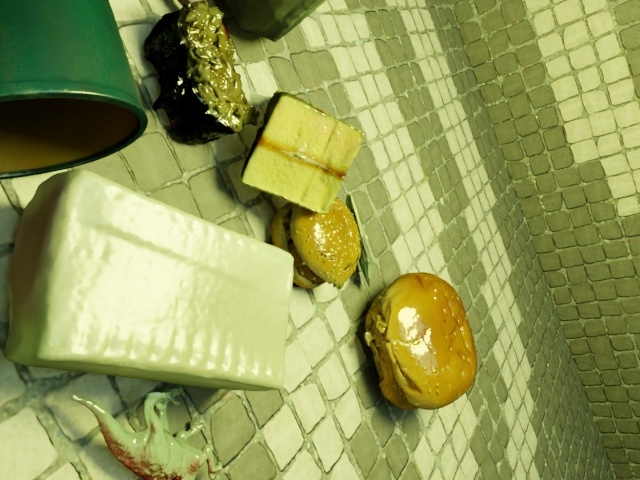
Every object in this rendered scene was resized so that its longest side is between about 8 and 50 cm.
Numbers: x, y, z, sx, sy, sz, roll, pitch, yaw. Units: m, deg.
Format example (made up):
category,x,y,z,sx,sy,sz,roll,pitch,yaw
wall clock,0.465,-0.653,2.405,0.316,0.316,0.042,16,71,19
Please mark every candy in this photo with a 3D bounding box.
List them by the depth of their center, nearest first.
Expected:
category,x,y,z,sx,sy,sz,roll,pitch,yaw
candy,-0.199,0.076,0.658,0.359,0.145,0.208,24,62,-44

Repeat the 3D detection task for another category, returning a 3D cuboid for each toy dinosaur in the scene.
category,x,y,z,sx,sy,sz,roll,pitch,yaw
toy dinosaur,-0.217,0.264,0.641,0.242,0.053,0.167,38,57,-48

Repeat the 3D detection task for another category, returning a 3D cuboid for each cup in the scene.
category,x,y,z,sx,sy,sz,roll,pitch,yaw
cup,-0.319,-0.240,0.540,0.308,0.242,0.292,-17,89,-49

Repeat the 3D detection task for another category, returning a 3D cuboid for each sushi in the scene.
category,x,y,z,sx,sy,sz,roll,pitch,yaw
sushi,-0.196,-0.264,0.799,0.147,0.115,0.212,-14,90,-52

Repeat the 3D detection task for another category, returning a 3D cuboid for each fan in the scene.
category,x,y,z,sx,sy,sz,roll,pitch,yaw
fan,0.077,-0.005,1.053,0.131,0.009,0.240,-118,-169,-53

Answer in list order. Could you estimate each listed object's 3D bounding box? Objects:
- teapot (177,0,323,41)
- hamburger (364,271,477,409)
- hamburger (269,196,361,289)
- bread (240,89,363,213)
category,x,y,z,sx,sy,sz,roll,pitch,yaw
teapot,-0.130,-0.548,0.879,0.376,0.306,0.361,-46,108,-16
hamburger,0.219,0.216,1.112,0.314,0.170,0.289,-16,84,-51
hamburger,-0.001,-0.009,0.958,0.182,0.118,0.191,52,38,-32
bread,-0.038,-0.168,0.942,0.168,0.163,0.264,23,12,-10
